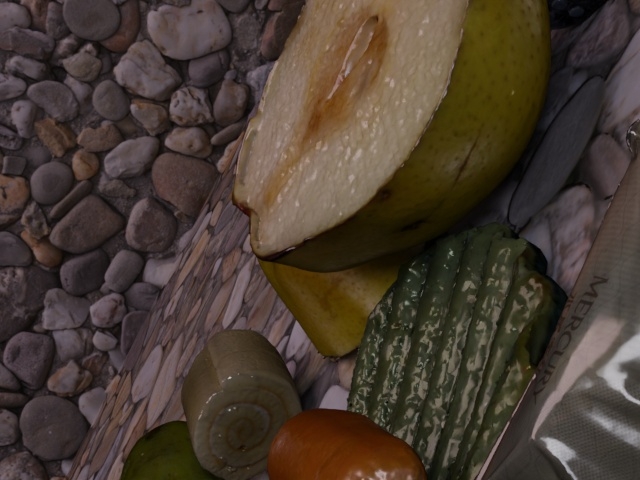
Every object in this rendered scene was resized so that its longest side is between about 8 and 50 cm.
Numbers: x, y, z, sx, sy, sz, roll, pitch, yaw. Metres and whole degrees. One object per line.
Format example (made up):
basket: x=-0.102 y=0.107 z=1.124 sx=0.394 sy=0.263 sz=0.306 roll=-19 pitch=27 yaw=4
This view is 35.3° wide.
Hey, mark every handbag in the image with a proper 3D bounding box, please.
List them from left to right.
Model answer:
handbag: x=0.190 y=0.085 z=0.526 sx=0.182 sy=0.117 sz=0.270 roll=25 pitch=89 yaw=34

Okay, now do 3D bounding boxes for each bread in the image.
bread: x=-0.098 y=0.203 z=1.249 sx=0.141 sy=0.134 sz=0.148 roll=-125 pitch=54 yaw=-68

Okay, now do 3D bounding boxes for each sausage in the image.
sausage: x=0.016 y=0.176 z=0.749 sx=0.098 sy=0.098 sz=0.238 roll=-65 pitch=12 yaw=-7

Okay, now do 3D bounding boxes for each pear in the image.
pear: x=0.001 y=-0.001 z=1.189 sx=0.267 sy=0.178 sz=0.267 roll=-53 pitch=16 yaw=22
pear: x=0.091 y=-0.131 z=0.986 sx=0.386 sy=0.191 sz=0.340 roll=-56 pitch=32 yaw=25

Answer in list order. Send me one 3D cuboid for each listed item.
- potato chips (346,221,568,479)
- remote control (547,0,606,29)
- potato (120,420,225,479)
potato chips: x=0.082 y=0.167 z=0.846 sx=0.358 sy=0.070 sz=0.429 roll=-33 pitch=34 yaw=65
remote control: x=0.277 y=-0.295 z=0.921 sx=0.266 sy=0.090 sz=0.066 roll=-41 pitch=43 yaw=52
potato: x=-0.185 y=0.348 z=1.280 sx=0.186 sy=0.149 sz=0.253 roll=109 pitch=165 yaw=-44
